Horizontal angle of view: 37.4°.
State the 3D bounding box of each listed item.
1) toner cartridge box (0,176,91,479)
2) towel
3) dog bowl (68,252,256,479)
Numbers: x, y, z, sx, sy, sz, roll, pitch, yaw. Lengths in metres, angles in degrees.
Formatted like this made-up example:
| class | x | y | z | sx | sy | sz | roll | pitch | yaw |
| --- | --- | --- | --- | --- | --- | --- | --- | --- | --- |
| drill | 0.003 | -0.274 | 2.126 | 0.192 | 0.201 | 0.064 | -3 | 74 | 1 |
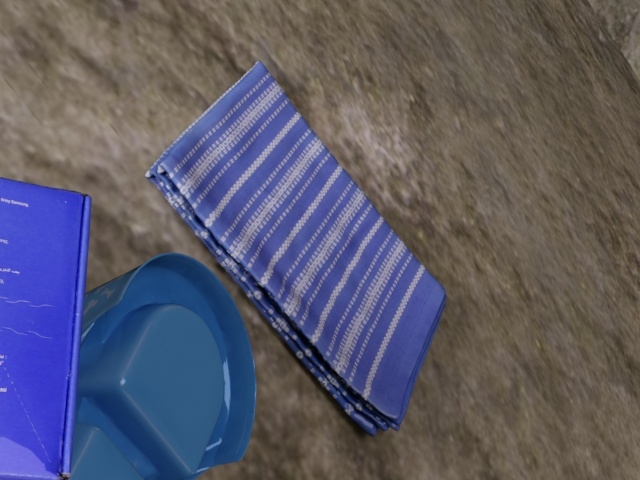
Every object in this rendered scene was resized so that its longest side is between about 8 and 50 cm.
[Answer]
| class | x | y | z | sx | sy | sz | roll | pitch | yaw |
| --- | --- | --- | --- | --- | --- | --- | --- | --- | --- |
| toner cartridge box | -0.291 | 0.029 | 0.438 | 0.347 | 0.075 | 0.165 | 12 | 54 | -23 |
| towel | 0.000 | 0.000 | 0.930 | 0.336 | 0.040 | 0.243 | 51 | 37 | -14 |
| dog bowl | -0.136 | 0.140 | 0.616 | 0.166 | 0.074 | 0.297 | 60 | 33 | -32 |
